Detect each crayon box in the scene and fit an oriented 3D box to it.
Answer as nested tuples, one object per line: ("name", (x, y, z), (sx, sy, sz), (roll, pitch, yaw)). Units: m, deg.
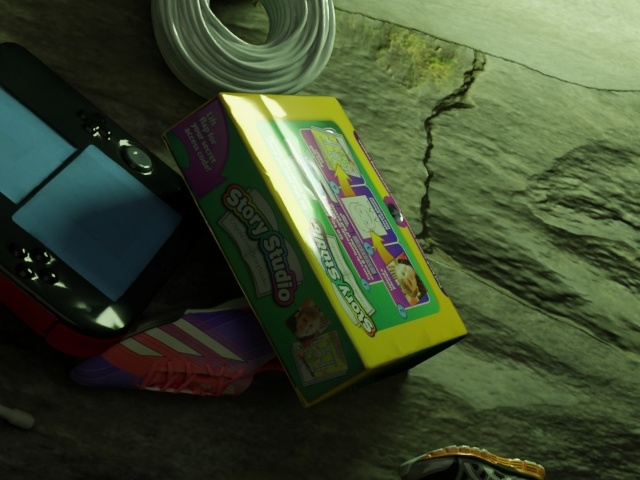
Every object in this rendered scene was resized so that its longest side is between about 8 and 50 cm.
("crayon box", (0.000, 0.000, 1.924), (0.363, 0.106, 0.313), (61, 26, 10))

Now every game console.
("game console", (-0.307, -0.058, 1.790), (0.342, 0.060, 0.386), (44, 28, -6))

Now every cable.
("cable", (-0.103, -0.301, 2.082), (0.257, 0.089, 0.257), (-17, 87, -29))

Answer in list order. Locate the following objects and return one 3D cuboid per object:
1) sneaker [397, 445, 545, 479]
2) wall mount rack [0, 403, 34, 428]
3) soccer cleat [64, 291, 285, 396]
("sneaker", (0.194, 0.310, 1.977), (0.215, 0.084, 0.083), (13, 65, -26))
("wall mount rack", (-0.443, 0.074, 1.694), (0.304, 0.130, 0.350), (6, 63, -24))
("soccer cleat", (-0.144, 0.136, 1.850), (0.318, 0.108, 0.116), (-13, 76, -38))
